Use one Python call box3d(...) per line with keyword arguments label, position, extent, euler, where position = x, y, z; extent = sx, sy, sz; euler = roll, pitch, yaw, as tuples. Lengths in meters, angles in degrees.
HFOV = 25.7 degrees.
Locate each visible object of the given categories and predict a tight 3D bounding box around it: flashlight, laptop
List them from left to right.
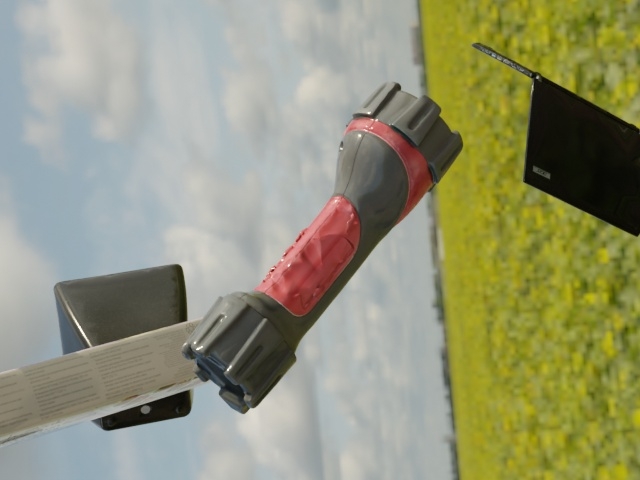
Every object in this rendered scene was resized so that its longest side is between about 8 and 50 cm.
box3d(label="flashlight", position=(0.000, 0.000, 1.211), extent=(0.304, 0.103, 0.103), euler=(-49, 2, -21))
box3d(label="laptop", position=(0.333, -0.146, 1.988), extent=(0.137, 0.234, 0.264), euler=(-61, 33, 9))

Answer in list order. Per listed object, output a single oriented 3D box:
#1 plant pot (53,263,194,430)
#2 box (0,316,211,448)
box3d(label="plant pot", position=(-0.264, 0.162, 1.980), extent=(0.167, 0.187, 0.188), euler=(-125, 30, -60))
box3d(label="box", position=(-0.236, 0.149, 1.463), extent=(0.063, 0.324, 0.067), euler=(-39, 72, 48))
